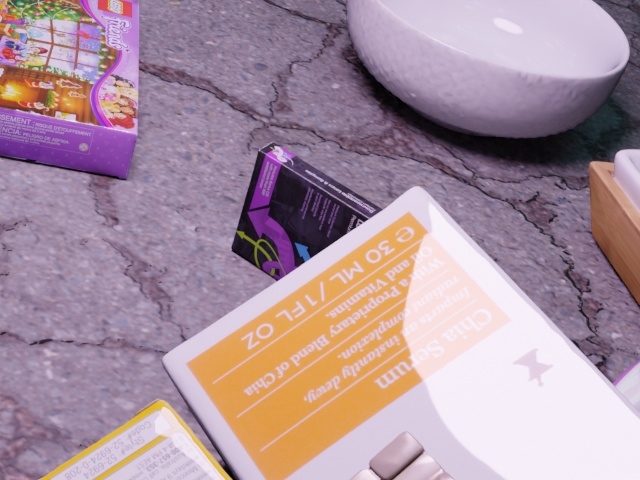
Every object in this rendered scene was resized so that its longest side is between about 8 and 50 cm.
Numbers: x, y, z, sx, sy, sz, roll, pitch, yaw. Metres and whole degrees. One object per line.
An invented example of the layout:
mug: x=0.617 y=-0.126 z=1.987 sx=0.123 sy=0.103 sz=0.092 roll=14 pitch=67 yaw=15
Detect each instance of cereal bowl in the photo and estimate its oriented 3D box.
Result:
cereal bowl: x=0.185 y=-0.223 z=1.646 sx=0.339 sy=0.141 sz=0.339 roll=13 pitch=32 yaw=-8

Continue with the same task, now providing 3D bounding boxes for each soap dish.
soap dish: x=0.439 y=0.015 z=1.442 sx=0.290 sy=0.118 sz=0.229 roll=4 pitch=35 yaw=-22

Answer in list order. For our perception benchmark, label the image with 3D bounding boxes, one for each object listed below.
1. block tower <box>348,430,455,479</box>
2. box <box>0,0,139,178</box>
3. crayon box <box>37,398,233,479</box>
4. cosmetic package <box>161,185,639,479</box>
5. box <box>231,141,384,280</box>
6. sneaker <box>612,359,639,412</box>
block tower: x=0.126 y=0.244 z=0.676 sx=0.091 sy=0.097 sz=0.335 roll=-40 pitch=51 yaw=-11
box: x=-0.289 y=-0.181 z=1.420 sx=0.200 sy=0.057 sz=0.293 roll=10 pitch=33 yaw=-14
crayon box: x=-0.071 y=0.259 z=0.707 sx=0.203 sy=0.083 sz=0.323 roll=-32 pitch=55 yaw=-21
cosmetic package: x=0.111 y=0.196 z=0.880 sx=0.230 sy=0.161 sz=0.453 roll=-35 pitch=51 yaw=-8
box: x=0.000 y=0.000 z=1.243 sx=0.162 sy=0.116 sz=0.029 roll=31 pitch=36 yaw=19
sneaker: x=0.344 y=0.168 z=1.167 sx=0.305 sy=0.114 sz=0.152 roll=-5 pitch=38 yaw=-32
